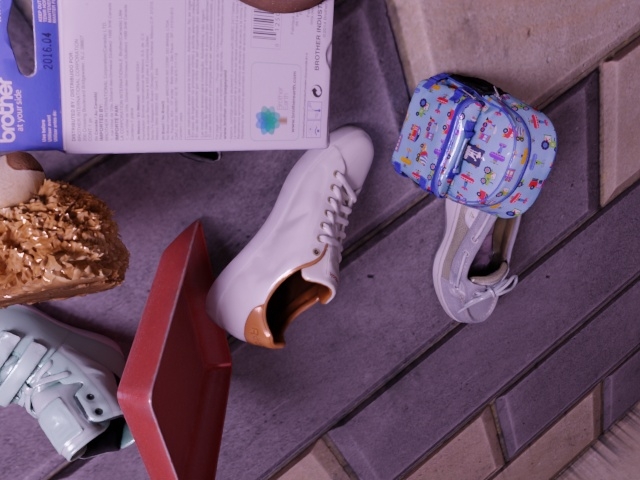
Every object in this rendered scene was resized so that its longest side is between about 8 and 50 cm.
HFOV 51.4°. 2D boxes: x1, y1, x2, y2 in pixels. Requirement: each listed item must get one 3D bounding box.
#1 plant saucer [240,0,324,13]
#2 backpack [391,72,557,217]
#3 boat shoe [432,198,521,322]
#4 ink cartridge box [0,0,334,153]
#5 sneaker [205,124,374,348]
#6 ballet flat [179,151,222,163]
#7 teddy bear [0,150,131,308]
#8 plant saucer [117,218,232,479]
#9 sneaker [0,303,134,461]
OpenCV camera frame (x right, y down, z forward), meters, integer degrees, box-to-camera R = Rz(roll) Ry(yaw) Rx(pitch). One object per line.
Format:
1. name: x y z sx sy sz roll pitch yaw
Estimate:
1. plant saucer: -0.030 -0.297 0.561 0.199 0.036 0.198 -8 103 -36
2. backpack: 0.193 -0.112 0.825 0.117 0.173 0.158 0 121 -38
3. boat shoe: 0.251 0.016 1.017 0.118 0.103 0.320 -21 131 -25
4. ink cartridge box: -0.127 -0.171 0.580 0.311 0.065 0.185 -8 107 -37
5. sneaker: 0.000 0.000 0.768 0.290 0.123 0.106 -56 143 -11
6. ballet flat: -0.158 -0.126 0.627 0.173 0.049 0.057 26 104 -44
7. teddy bear: -0.319 0.010 0.483 0.338 0.113 0.245 -13 175 10
8. plant saucer: -0.152 0.152 0.731 0.048 0.259 0.258 -3 129 3
9. sneaker: -0.284 0.137 0.651 0.256 0.151 0.094 26 104 -45
